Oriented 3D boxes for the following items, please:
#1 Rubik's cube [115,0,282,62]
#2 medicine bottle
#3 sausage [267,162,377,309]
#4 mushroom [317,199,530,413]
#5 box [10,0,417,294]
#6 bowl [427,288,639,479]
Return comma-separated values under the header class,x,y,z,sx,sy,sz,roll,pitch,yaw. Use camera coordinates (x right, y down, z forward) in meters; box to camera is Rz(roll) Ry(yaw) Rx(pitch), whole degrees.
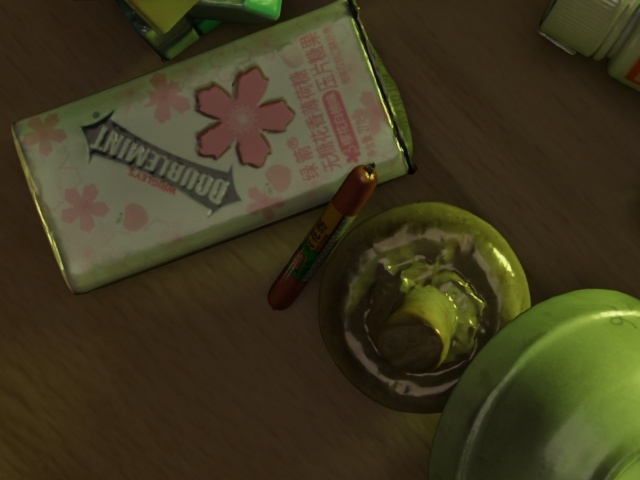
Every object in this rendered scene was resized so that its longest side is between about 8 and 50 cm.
class,x,y,z,sx,sy,sz,roll,pitch,yaw
Rubik's cube,-0.146,-0.295,1.148,0.224,0.213,0.265,-38,83,0
medicine bottle,0.348,-0.201,1.173,0.252,0.144,0.144,29,92,4
sausage,0.000,0.000,1.193,0.029,0.029,0.223,36,129,1
mushroom,0.095,0.070,1.153,0.207,0.215,0.207,1,99,9
box,-0.100,-0.093,1.210,0.370,0.112,0.190,-21,91,3
bowl,0.261,0.212,1.108,0.307,0.163,0.307,-9,112,-23
